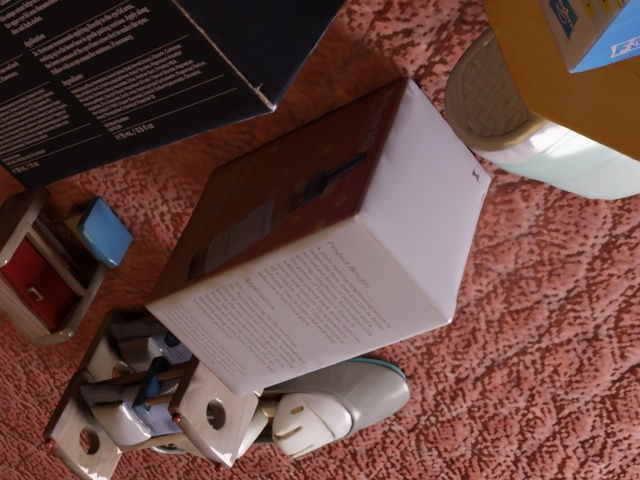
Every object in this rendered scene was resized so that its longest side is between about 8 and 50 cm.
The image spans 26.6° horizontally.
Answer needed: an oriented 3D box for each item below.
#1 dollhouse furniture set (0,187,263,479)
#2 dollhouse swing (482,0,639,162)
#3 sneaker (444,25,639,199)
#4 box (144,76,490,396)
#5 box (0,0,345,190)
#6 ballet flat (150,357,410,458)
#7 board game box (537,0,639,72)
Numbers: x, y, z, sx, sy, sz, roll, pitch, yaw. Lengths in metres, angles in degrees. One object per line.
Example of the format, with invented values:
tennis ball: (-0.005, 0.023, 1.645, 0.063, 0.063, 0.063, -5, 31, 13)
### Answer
dollhouse furniture set: (-0.142, 0.063, 0.933, 0.129, 0.129, 0.184, -16, 125, 32)
dollhouse swing: (0.295, -0.147, 0.526, 0.315, 0.305, 0.347, -7, 120, -32)
sneaker: (0.196, -0.117, 0.681, 0.256, 0.094, 0.151, -37, 150, 21)
box: (0.000, 0.000, 0.818, 0.170, 0.130, 0.091, -24, 120, 36)
box: (-0.135, -0.139, 0.706, 0.184, 0.103, 0.261, 44, 150, -25)
ballet flat: (-0.036, 0.134, 1.006, 0.213, 0.068, 0.072, -6, 130, 25)
board game box: (0.083, -0.239, 0.362, 0.086, 0.308, 0.302, -20, 171, -8)
